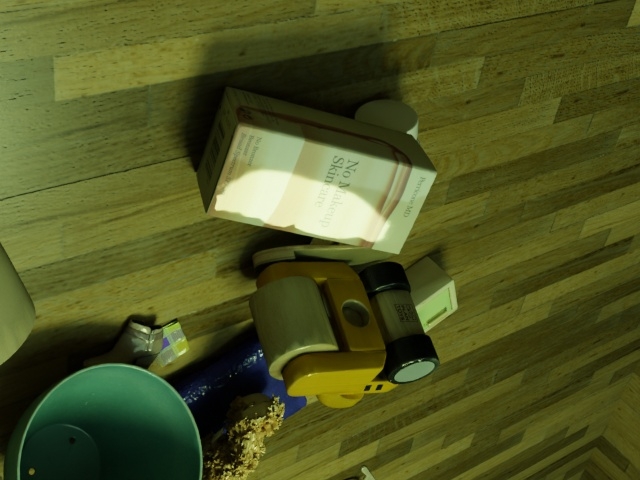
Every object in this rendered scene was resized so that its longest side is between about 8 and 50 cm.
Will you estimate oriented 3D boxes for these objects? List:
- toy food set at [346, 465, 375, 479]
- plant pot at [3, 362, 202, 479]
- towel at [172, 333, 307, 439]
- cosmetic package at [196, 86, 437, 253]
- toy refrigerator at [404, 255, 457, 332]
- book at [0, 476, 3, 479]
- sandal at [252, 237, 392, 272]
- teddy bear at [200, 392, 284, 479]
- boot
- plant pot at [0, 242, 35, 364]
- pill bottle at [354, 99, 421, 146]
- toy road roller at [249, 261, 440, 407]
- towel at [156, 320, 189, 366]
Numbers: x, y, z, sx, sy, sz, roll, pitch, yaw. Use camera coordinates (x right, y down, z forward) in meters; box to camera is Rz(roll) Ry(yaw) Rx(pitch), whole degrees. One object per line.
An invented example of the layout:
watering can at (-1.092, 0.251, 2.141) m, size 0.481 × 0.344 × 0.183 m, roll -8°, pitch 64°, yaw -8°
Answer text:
toy food set at (0.059, 0.645, 2.144) m, size 0.218 × 0.071 × 0.128 m, roll -34°, pitch 142°, yaw -14°
plant pot at (-0.353, 0.341, 1.343) m, size 0.290 × 0.290 × 0.195 m, roll -2°, pitch 169°, yaw -42°
towel at (-0.183, 0.297, 1.601) m, size 0.308 × 0.076 × 0.227 m, roll -31°, pitch 134°, yaw -16°
cosmetic package at (-0.009, -0.095, 1.257) m, size 0.296 × 0.129 × 0.153 m, roll 10°, pitch 118°, yaw -21°
toy refrigerator at (0.138, 0.158, 1.744) m, size 0.270 × 0.094 × 0.102 m, roll -34°, pitch 141°, yaw -15°
book at (-0.566, 0.435, 1.403) m, size 0.144 × 0.035 × 0.096 m, roll -18°, pitch 132°, yaw -29°
sandal at (0.001, -0.002, 1.487) m, size 0.240 × 0.079 × 0.088 m, roll -6°, pitch 160°, yaw -15°
teddy bear at (-0.168, 0.393, 1.483) m, size 0.338 × 0.113 × 0.245 m, roll -53°, pitch -169°, yaw -23°
boot at (-0.303, 0.163, 1.388) m, size 0.118 × 0.042 × 0.087 m, roll 8°, pitch 109°, yaw -37°
plant pot at (-0.467, -0.002, 0.936) m, size 0.257 × 0.256 × 0.274 m, roll -24°, pitch 123°, yaw -26°
pill bottle at (0.100, -0.113, 1.433) m, size 0.119 × 0.119 × 0.208 m, roll -25°, pitch 138°, yaw -25°
toy road roller at (0.017, 0.180, 1.510) m, size 0.330 × 0.202 × 0.240 m, roll 3°, pitch 143°, yaw -33°
towel at (-0.248, 0.170, 1.464) m, size 0.060 × 0.009 × 0.083 m, roll -30°, pitch 140°, yaw -18°
